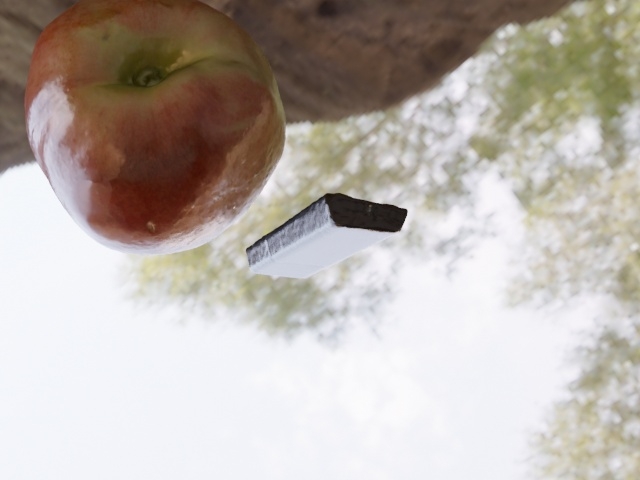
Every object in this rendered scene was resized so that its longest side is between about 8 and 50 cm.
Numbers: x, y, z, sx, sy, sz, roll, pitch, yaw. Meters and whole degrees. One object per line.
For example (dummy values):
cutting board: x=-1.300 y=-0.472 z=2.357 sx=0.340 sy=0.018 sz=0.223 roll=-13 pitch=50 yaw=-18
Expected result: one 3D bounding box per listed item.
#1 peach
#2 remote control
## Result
peach: x=-0.143 y=-0.098 z=1.452 sx=0.232 sy=0.257 sz=0.232 roll=1 pitch=-112 yaw=-3
remote control: x=0.000 y=0.000 z=1.197 sx=0.063 sy=0.245 sz=0.025 roll=7 pitch=-101 yaw=-14
